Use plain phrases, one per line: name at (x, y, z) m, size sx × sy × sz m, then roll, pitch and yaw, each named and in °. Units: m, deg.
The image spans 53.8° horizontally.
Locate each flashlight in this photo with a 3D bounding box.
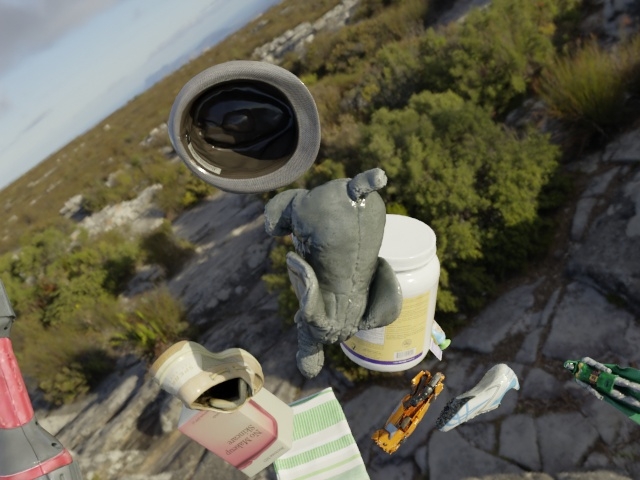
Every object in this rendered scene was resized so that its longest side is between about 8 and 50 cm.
flashlight at (-0.390, 0.195, 0.788) m, size 0.103 × 0.304 × 0.103 m, roll -23°, pitch -8°, yaw 2°

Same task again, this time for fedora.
fedora at (-0.137, -0.216, 1.175) m, size 0.275 × 0.244 × 0.124 m, roll -12°, pitch 23°, yaw 6°

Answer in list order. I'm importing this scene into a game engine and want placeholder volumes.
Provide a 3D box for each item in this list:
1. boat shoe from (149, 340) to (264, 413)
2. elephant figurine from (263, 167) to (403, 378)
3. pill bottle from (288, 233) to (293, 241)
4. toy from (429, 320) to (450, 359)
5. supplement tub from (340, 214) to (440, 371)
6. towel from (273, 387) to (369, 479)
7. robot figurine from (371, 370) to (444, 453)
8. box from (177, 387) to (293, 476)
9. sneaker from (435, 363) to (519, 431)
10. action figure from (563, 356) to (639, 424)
boat shoe at (-0.159, 0.238, 1.026) m, size 0.098 × 0.302 × 0.109 m, roll 42°, pitch 88°, yaw 25°
elephant figurine at (0.023, 0.055, 0.787) m, size 0.169 × 0.239 × 0.186 m, roll -6°, pitch -9°, yaw 17°
pill bottle at (0.000, 0.000, 1.344) m, size 0.086 × 0.086 × 0.152 m, roll -40°, pitch 44°, yaw -8°
toy at (0.297, 0.216, 1.820) m, size 0.056 × 0.237 × 0.137 m, roll -32°, pitch 13°, yaw 28°
supplement tub at (0.165, 0.128, 1.552) m, size 0.241 × 0.331 × 0.241 m, roll 0°, pitch 31°, yaw 0°
towel at (-0.029, 0.585, 1.794) m, size 0.248 × 0.038 × 0.325 m, roll -21°, pitch 39°, yaw -4°
robot figurine at (0.275, 0.516, 1.928) m, size 0.085 × 0.211 × 0.291 m, roll 35°, pitch 78°, yaw 20°
box at (-0.195, 0.421, 1.482) m, size 0.148 × 0.232 × 0.127 m, roll -41°, pitch 22°, yaw 20°
sneaker at (0.393, 0.407, 1.574) m, size 0.237 × 0.086 × 0.085 m, roll -39°, pitch 4°, yaw 4°
action figure at (0.716, 0.355, 1.576) m, size 0.232 × 0.063 × 0.137 m, roll 23°, pitch 101°, yaw 50°
